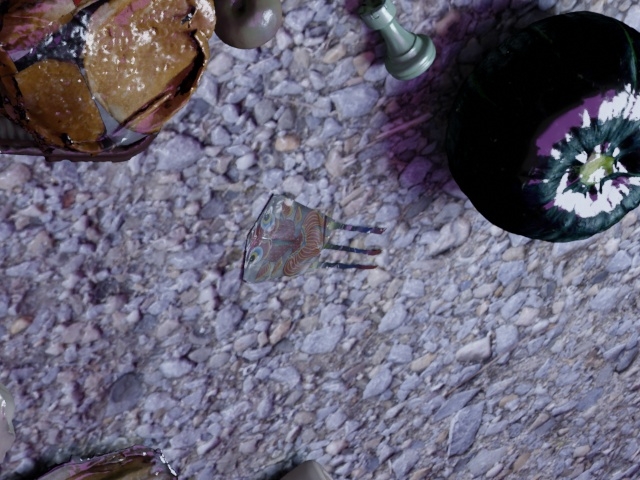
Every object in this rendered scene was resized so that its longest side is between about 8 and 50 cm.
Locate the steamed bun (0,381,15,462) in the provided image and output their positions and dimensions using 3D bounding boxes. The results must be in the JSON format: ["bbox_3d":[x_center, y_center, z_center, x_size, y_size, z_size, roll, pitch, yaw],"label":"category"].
[{"bbox_3d":[-0.434,0.200,1.317,0.182,0.106,0.183,-18,130,-24],"label":"steamed bun"}]

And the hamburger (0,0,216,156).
[{"bbox_3d":[-0.201,-0.185,1.065,0.231,0.107,0.231,-23,132,-28],"label":"hamburger"}]

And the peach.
[{"bbox_3d":[-0.082,-0.251,1.310,0.083,0.083,0.083,-18,127,-26],"label":"peach"}]

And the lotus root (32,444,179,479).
[{"bbox_3d":[-0.334,0.364,1.506,0.329,0.078,0.167,-25,99,-26],"label":"lotus root"}]

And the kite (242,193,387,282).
[{"bbox_3d":[0.002,0.002,1.574,0.229,0.016,0.127,1,119,-36],"label":"kite"}]

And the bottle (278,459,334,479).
[{"bbox_3d":[-0.063,0.441,1.722,0.236,0.147,0.147,-36,133,-2],"label":"bottle"}]

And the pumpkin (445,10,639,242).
[{"bbox_3d":[0.316,-0.155,1.561,0.315,0.238,0.315,-7,122,-12],"label":"pumpkin"}]

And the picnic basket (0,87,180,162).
[{"bbox_3d":[-0.283,-0.200,1.157,0.296,0.129,0.223,3,117,-37],"label":"picnic basket"}]

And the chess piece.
[{"bbox_3d":[0.089,-0.252,1.449,0.067,0.067,0.103,-45,125,-4],"label":"chess piece"}]
